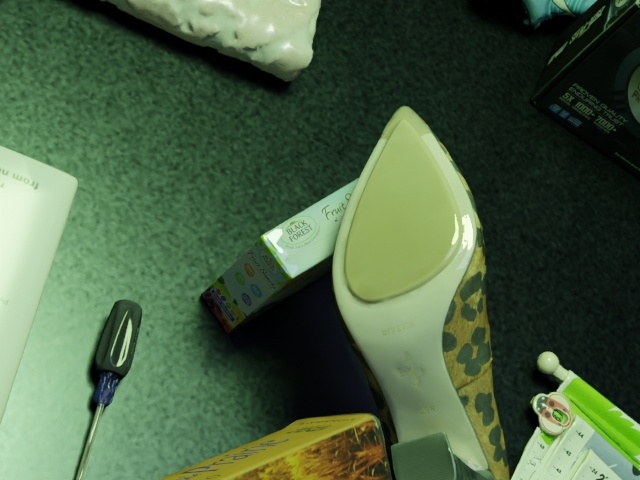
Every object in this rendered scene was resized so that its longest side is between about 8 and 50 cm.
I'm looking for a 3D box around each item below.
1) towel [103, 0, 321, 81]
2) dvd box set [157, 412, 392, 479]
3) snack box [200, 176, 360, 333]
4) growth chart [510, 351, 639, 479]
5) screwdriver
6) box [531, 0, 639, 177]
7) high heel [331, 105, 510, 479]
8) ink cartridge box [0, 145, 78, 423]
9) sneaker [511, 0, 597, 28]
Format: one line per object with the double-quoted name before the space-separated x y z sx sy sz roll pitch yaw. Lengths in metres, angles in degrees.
"towel" -0.132 -0.304 1.203 0.331 0.053 0.317 22 57 -16
"dvd box set" -0.065 0.271 0.773 0.420 0.062 0.308 -11 90 -59
"snack box" 0.000 0.000 1.084 0.141 0.100 0.037 -32 83 -36
"growth chart" 0.185 0.212 1.124 0.172 0.021 0.237 33 55 -11
"screwdriver" -0.139 0.114 1.008 0.024 0.025 0.170 22 65 -17
"box" 0.280 -0.118 1.267 0.180 0.147 0.077 34 54 -10
"high heel" 0.071 0.061 1.057 0.093 0.186 0.261 -7 69 12
"ink cartridge box" -0.245 0.114 0.817 0.131 0.226 0.306 21 59 -16
"sneaker" 0.185 -0.202 1.319 0.162 0.073 0.063 19 31 -38
